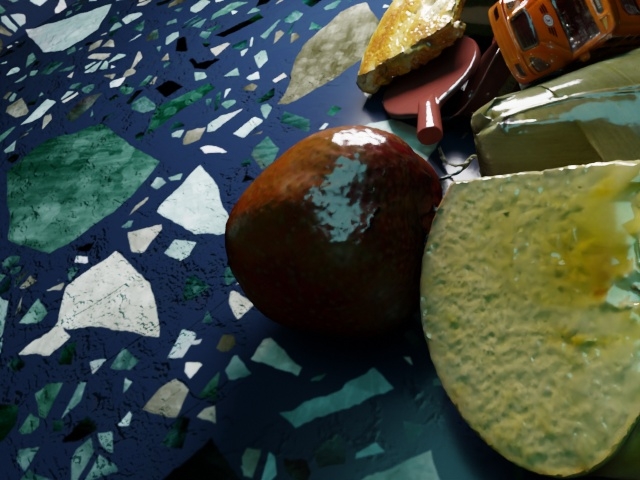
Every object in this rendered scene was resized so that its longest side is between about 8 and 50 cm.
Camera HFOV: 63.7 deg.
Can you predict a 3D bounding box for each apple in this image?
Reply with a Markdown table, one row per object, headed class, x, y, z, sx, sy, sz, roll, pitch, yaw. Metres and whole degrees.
| class | x | y | z | sx | sy | sz | roll | pitch | yaw |
| --- | --- | --- | --- | --- | --- | --- | --- | --- | --- |
| apple | 0.275 | 0.081 | 0.559 | 0.315 | 0.252 | 0.308 | 7 | 79 | -8 |

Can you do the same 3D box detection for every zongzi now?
| class | x | y | z | sx | sy | sz | roll | pitch | yaw |
| --- | --- | --- | --- | --- | --- | --- | --- | --- | --- |
| zongzi | 0.375 | -0.089 | 0.712 | 0.448 | 0.181 | 0.417 | -18 | 51 | 8 |

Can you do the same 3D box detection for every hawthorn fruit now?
| class | x | y | z | sx | sy | sz | roll | pitch | yaw |
| --- | --- | --- | --- | --- | --- | --- | --- | --- | --- |
| hawthorn fruit | 0.000 | 0.000 | 0.728 | 0.369 | 0.285 | 0.284 | -19 | 46 | 34 |

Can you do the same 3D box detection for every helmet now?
| class | x | y | z | sx | sy | sz | roll | pitch | yaw |
| --- | --- | --- | --- | --- | --- | --- | --- | --- | --- |
| helmet | 0.314 | -0.264 | 0.899 | 0.106 | 0.155 | 0.175 | 34 | 96 | -2 |

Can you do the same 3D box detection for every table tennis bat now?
| class | x | y | z | sx | sy | sz | roll | pitch | yaw |
| --- | --- | --- | --- | --- | --- | --- | --- | --- | --- |
| table tennis bat | 0.200 | -0.283 | 0.951 | 0.201 | 0.038 | 0.310 | -24 | 38 | 32 |

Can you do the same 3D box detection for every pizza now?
| class | x | y | z | sx | sy | sz | roll | pitch | yaw |
| --- | --- | --- | --- | --- | --- | --- | --- | --- | --- |
| pizza | 0.199 | -0.409 | 0.981 | 0.335 | 0.086 | 0.226 | -51 | 40 | 15 |

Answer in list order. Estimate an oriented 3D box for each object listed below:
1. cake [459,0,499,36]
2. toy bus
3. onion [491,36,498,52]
| class | x | y | z | sx | sy | sz | roll | pitch | yaw |
| --- | --- | --- | --- | --- | --- | --- | --- | --- | --- |
| cake | 0.394 | -0.514 | 1.044 | 0.284 | 0.158 | 0.172 | 16 | 60 | 32 |
| toy bus | 0.424 | -0.340 | 0.809 | 0.330 | 0.153 | 0.142 | -15 | 82 | -29 |
| onion | 0.383 | -0.365 | 0.959 | 0.117 | 0.118 | 0.118 | 22 | 64 | 27 |
